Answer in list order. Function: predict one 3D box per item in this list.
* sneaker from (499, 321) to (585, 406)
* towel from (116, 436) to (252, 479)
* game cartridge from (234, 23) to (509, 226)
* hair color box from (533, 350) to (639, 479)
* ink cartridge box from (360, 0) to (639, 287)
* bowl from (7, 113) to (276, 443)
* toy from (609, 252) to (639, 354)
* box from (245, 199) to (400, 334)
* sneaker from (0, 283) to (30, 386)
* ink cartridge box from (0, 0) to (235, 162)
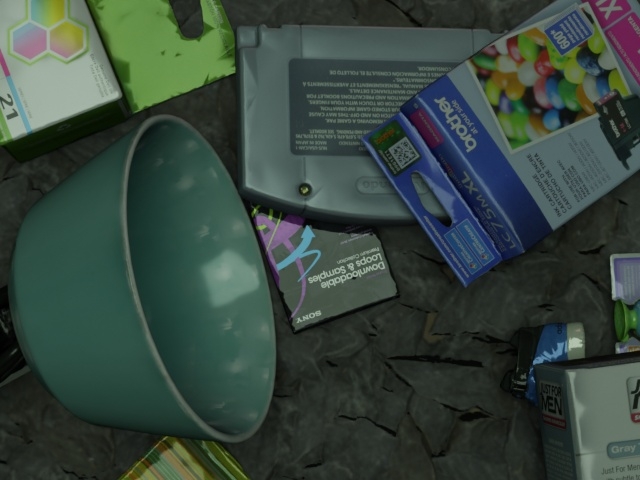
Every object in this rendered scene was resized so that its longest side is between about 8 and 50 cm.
[{"bbox_3d":[0.219,0.157,1.615,0.085,0.058,0.152,-3,90,8],"label":"sneaker"},{"bbox_3d":[-0.180,0.287,1.617,0.102,0.021,0.237,45,85,7],"label":"towel"},{"bbox_3d":[0.064,-0.113,1.632,0.297,0.062,0.198,1,85,-10],"label":"game cartridge"},{"bbox_3d":[0.321,0.290,1.533,0.185,0.113,0.374,-6,91,-8],"label":"hair color box"},{"bbox_3d":[0.214,-0.113,1.604,0.311,0.065,0.186,-34,91,-17],"label":"ink cartridge box"},{"bbox_3d":[-0.176,0.052,1.536,0.163,0.311,0.311,-15,82,19],"label":"bowl"},{"bbox_3d":[0.410,0.075,1.625,0.237,0.056,0.137,-2,83,0],"label":"toy"},{"bbox_3d":[0.000,0.000,1.651,0.116,0.029,0.162,-20,84,-2],"label":"box"},{"bbox_3d":[-0.367,0.131,1.587,0.283,0.124,0.107,-43,83,-5],"label":"sneaker"},{"bbox_3d":[-0.227,-0.217,1.649,0.255,0.097,0.188,-22,83,-2],"label":"ink cartridge box"}]
